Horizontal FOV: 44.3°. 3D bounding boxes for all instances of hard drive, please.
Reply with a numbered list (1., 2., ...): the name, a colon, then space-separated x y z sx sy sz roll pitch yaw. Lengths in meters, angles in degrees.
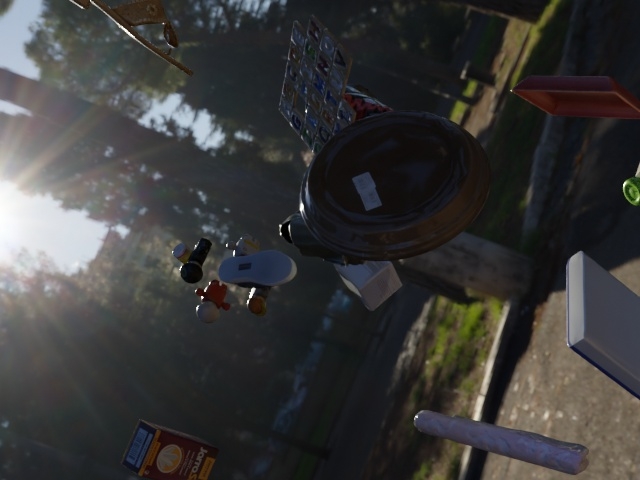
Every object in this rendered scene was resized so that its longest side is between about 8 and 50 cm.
1. hard drive: 0.538 0.181 1.310 0.040 0.318 0.210 -43 18 39

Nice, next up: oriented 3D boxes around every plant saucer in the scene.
1. plant saucer: 0.638 -0.352 1.918 0.258 0.259 0.048 11 -91 -51
2. plant saucer: 0.100 -0.091 1.115 0.041 0.277 0.278 68 -145 -49

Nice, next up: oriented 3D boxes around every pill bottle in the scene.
1. pill bottle: -0.353 0.046 2.100 0.083 0.043 0.043 45 -126 -38

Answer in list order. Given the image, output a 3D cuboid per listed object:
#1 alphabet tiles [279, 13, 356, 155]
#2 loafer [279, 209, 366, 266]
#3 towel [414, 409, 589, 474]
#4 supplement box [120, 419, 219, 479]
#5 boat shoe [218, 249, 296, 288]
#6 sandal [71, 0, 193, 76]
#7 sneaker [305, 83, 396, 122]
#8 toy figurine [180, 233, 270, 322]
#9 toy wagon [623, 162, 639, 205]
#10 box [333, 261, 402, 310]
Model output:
1. alphabet tiles: -0.003 -0.246 1.319 0.009 0.198 0.237 -21 -32 -26
2. loafer: 0.000 0.000 1.291 0.251 0.087 0.095 21 132 69
3. towel: 0.397 0.425 1.675 0.317 0.331 0.054 29 -107 -64
4. supplement box: -0.332 0.479 1.746 0.080 0.188 0.104 11 75 46
5. boat shoe: -0.128 0.075 1.745 0.076 0.228 0.080 30 -118 -44
6. sandal: -0.265 -0.331 1.119 0.079 0.240 0.088 -58 25 4
7. sneaker: 0.109 -0.290 1.800 0.135 0.275 0.098 -59 -11 -55
8. toy figurine: -0.239 0.101 2.031 0.148 0.209 0.213 -76 -23 -56
9. toy wagon: 0.769 -0.056 1.576 0.345 0.267 0.068 67 166 -5
10. box: 0.093 0.065 1.576 0.087 0.102 0.101 -41 -35 -6
